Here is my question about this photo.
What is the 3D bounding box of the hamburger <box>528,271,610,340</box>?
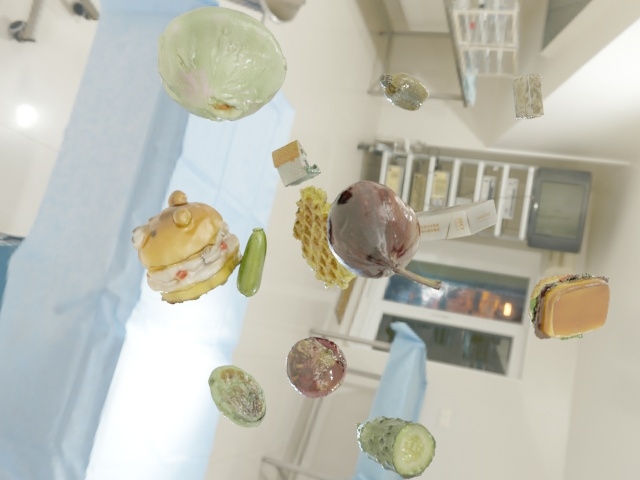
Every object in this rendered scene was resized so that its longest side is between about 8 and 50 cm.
[{"bbox_3d":[0.461,0.125,1.247,0.087,0.166,0.137,-143,-128,-62],"label":"hamburger"}]

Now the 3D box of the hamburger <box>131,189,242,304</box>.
[{"bbox_3d":[-0.363,0.009,1.762,0.237,0.276,0.276,67,32,-28],"label":"hamburger"}]

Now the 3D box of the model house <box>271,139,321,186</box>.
[{"bbox_3d":[-0.061,-0.201,1.702,0.100,0.088,0.101,66,24,4],"label":"model house"}]

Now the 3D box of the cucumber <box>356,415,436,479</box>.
[{"bbox_3d":[0.160,0.491,1.631,0.134,0.244,0.134,0,89,-30],"label":"cucumber"}]

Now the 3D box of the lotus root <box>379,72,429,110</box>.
[{"bbox_3d":[0.271,-0.496,2.179,0.192,0.113,0.088,21,39,-33],"label":"lotus root"}]

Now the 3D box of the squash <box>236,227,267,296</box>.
[{"bbox_3d":[-0.179,0.058,1.735,0.066,0.066,0.201,-39,145,-63],"label":"squash"}]

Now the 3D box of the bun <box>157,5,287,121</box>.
[{"bbox_3d":[-0.224,-0.363,1.473,0.293,0.293,0.187,76,9,-48],"label":"bun"}]

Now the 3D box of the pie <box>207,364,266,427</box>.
[{"bbox_3d":[-0.271,0.514,2.185,0.054,0.240,0.240,-46,174,23],"label":"pie"}]

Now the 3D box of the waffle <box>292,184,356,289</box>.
[{"bbox_3d":[0.003,-0.001,1.875,0.060,0.312,0.307,-23,88,-25],"label":"waffle"}]

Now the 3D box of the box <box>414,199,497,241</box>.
[{"bbox_3d":[0.301,-0.044,1.640,0.149,0.233,0.067,-22,100,-47],"label":"box"}]

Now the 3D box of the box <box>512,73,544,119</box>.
[{"bbox_3d":[0.464,-0.321,1.478,0.062,0.045,0.098,-154,-124,-70],"label":"box"}]

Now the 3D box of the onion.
[{"bbox_3d":[-0.008,0.218,1.142,0.097,0.107,0.107,99,7,-69],"label":"onion"}]

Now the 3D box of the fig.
[{"bbox_3d":[0.109,0.005,1.309,0.204,0.186,0.249,59,13,-34],"label":"fig"}]
